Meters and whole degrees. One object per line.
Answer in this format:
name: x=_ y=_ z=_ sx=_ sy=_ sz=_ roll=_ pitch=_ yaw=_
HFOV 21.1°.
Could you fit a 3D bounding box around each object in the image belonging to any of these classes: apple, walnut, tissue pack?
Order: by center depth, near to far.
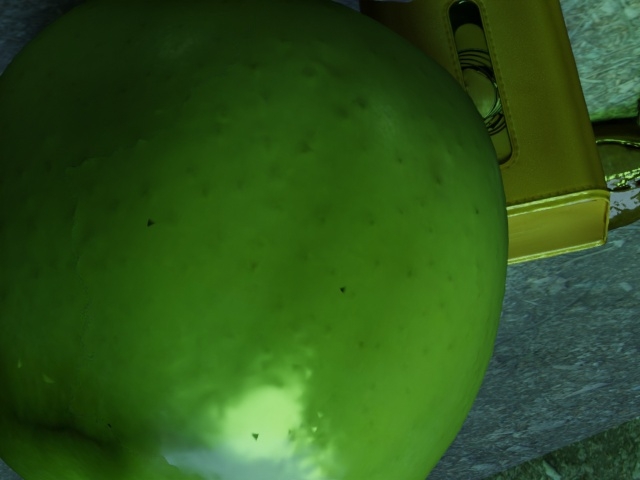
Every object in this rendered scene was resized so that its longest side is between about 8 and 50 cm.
apple: x=-0.072 y=0.029 z=1.362 sx=0.474 sy=0.473 sz=0.473 roll=-10 pitch=161 yaw=-3
tissue pack: x=0.150 y=-0.124 z=1.633 sx=0.194 sy=0.274 sz=0.145 roll=-13 pitch=159 yaw=3
walnut: x=0.336 y=-0.077 z=2.094 sx=0.245 sy=0.137 sz=0.137 roll=-12 pitch=161 yaw=12

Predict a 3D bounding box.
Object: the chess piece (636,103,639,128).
chess piece: x=0.391 y=-0.172 z=1.961 sx=0.060 sy=0.060 sz=0.172 roll=-13 pitch=158 yaw=5
